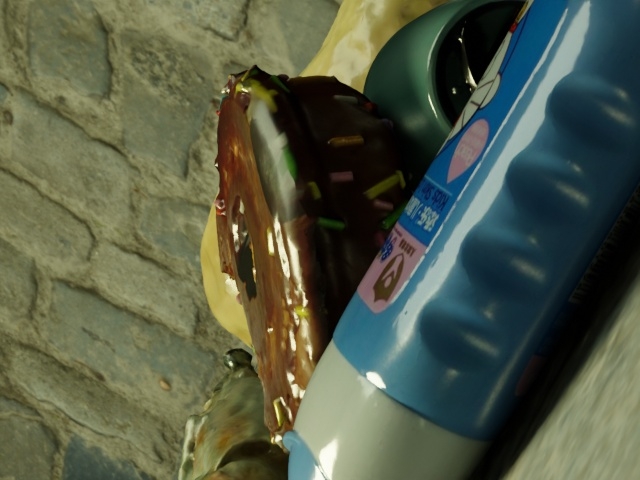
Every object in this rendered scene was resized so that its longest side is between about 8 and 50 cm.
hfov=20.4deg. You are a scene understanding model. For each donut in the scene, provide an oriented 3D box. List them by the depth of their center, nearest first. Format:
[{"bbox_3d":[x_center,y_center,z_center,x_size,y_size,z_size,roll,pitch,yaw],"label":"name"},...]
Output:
[{"bbox_3d":[0.000,0.001,1.056,0.230,0.096,0.216,-112,20,-49],"label":"donut"}]

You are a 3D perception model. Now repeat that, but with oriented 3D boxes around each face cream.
[{"bbox_3d":[0.069,0.010,0.734,0.264,0.083,0.149,-60,-1,5],"label":"face cream"}]

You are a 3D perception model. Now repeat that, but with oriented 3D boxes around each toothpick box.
[{"bbox_3d":[0.094,-0.087,1.047,0.120,0.120,0.184,-60,5,-5],"label":"toothpick box"}]

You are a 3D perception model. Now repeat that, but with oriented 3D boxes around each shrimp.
[{"bbox_3d":[-0.091,0.192,1.192,0.247,0.085,0.360,-45,13,29],"label":"shrimp"}]

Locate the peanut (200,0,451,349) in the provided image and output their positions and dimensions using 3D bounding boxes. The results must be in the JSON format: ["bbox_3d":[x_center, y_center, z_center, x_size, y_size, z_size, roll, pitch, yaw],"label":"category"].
[{"bbox_3d":[0.055,-0.080,1.268,0.387,0.169,0.192,-55,2,14],"label":"peanut"}]
